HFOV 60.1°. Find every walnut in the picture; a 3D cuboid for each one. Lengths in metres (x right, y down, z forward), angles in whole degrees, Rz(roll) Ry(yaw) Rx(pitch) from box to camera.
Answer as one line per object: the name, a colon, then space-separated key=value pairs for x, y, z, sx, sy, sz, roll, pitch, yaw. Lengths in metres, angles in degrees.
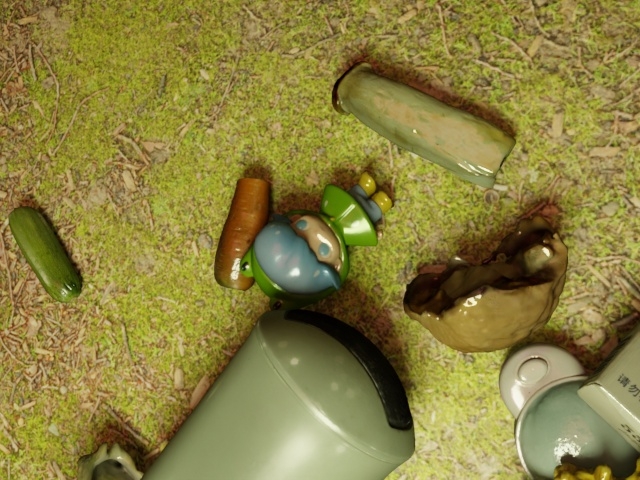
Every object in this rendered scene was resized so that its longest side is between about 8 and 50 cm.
walnut: x=0.241 y=0.083 z=0.777 sx=0.238 sy=0.204 sz=0.141 roll=-28 pitch=97 yaw=18

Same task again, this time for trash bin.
trash bin: x=-0.070 y=0.307 z=0.796 sx=0.280 sy=0.280 sz=0.432 roll=42 pitch=99 yaw=18

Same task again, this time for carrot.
carrot: x=-0.131 y=-0.012 z=0.956 sx=0.087 sy=0.087 sz=0.194 roll=11 pitch=86 yaw=18

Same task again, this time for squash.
squash: x=-0.542 y=0.025 z=1.085 sx=0.069 sy=0.069 sz=0.239 roll=-40 pitch=73 yaw=8

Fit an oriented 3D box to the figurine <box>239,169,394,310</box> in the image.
figurine: x=0.000 y=0.000 z=0.893 sx=0.263 sy=0.143 sz=0.162 roll=-39 pitch=81 yaw=-9

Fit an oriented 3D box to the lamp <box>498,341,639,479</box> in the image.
lamp: x=0.347 y=0.255 z=0.760 sx=0.179 sy=0.108 sz=0.246 roll=-34 pitch=74 yaw=5

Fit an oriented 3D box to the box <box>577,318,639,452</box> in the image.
box: x=0.479 y=0.161 z=0.706 sx=0.259 sy=0.071 sz=0.168 roll=-41 pitch=72 yaw=-16

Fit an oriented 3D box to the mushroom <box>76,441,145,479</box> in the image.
mushroom: x=-0.333 y=0.490 z=0.860 sx=0.212 sy=0.217 sz=0.292 roll=-44 pitch=80 yaw=26

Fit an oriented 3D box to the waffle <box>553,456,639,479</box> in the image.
waffle: x=0.366 y=0.387 z=0.692 sx=0.259 sy=0.069 sz=0.293 roll=41 pitch=121 yaw=5

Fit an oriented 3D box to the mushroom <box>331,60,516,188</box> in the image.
mushroom: x=0.158 y=-0.194 z=0.895 sx=0.312 sy=0.081 sz=0.100 roll=32 pitch=98 yaw=17
